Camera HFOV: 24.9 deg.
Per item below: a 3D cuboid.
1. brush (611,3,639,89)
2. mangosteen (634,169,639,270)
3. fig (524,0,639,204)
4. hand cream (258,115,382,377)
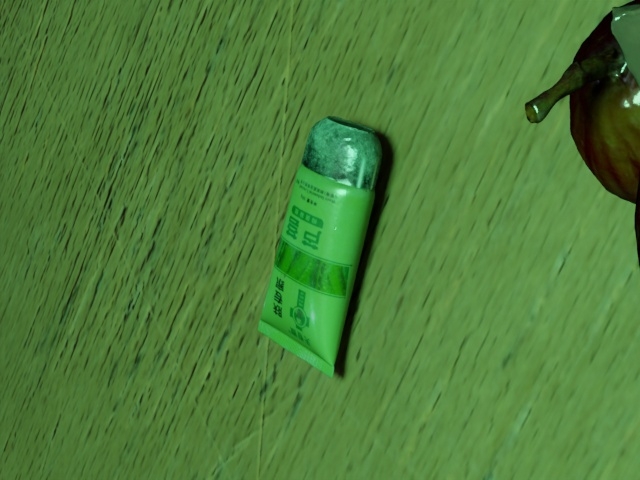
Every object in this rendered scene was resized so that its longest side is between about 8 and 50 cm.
[{"bbox_3d":[0.191,0.028,0.717,0.084,0.071,0.301,-6,105,45],"label":"brush"},{"bbox_3d":[0.259,0.005,0.559,0.288,0.288,0.288,-13,73,49],"label":"mangosteen"},{"bbox_3d":[0.178,-0.076,0.779,0.128,0.150,0.128,-174,90,-89],"label":"fig"},{"bbox_3d":[0.000,0.000,1.040,0.095,0.046,0.175,28,106,47],"label":"hand cream"}]
